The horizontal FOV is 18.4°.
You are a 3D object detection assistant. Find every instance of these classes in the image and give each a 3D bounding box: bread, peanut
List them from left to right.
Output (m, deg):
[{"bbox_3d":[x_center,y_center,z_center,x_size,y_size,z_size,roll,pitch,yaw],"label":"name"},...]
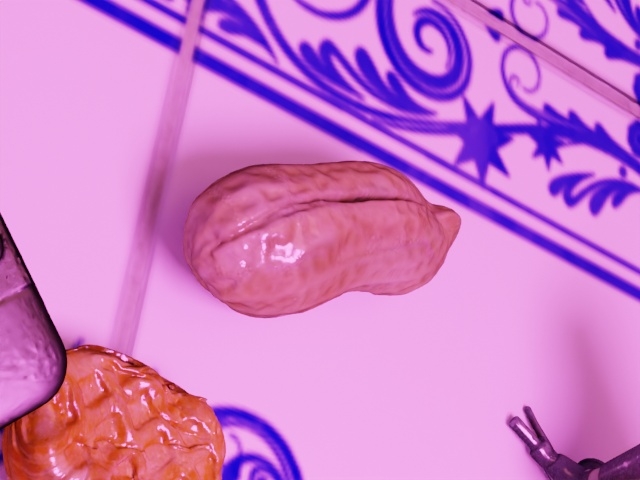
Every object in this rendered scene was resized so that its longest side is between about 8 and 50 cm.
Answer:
[{"bbox_3d":[-0.091,0.093,0.887,0.111,0.044,0.083,26,61,-31],"label":"bread"},{"bbox_3d":[0.000,0.000,0.973,0.174,0.080,0.080,-3,80,-46],"label":"peanut"}]

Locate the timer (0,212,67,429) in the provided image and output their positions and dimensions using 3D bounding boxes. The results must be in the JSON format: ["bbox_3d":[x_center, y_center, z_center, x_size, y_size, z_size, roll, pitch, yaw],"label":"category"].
[{"bbox_3d":[-0.201,0.009,0.803,0.144,0.055,0.187,-29,100,-26],"label":"timer"}]

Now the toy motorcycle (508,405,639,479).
[{"bbox_3d":[0.192,0.185,1.036,0.091,0.157,0.263,-5,84,-44],"label":"toy motorcycle"}]
